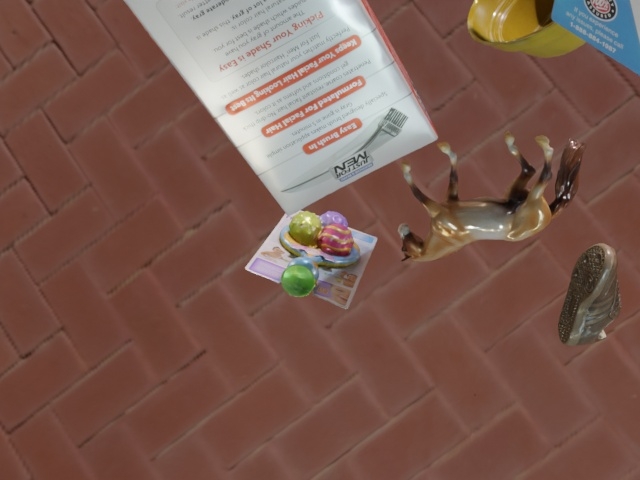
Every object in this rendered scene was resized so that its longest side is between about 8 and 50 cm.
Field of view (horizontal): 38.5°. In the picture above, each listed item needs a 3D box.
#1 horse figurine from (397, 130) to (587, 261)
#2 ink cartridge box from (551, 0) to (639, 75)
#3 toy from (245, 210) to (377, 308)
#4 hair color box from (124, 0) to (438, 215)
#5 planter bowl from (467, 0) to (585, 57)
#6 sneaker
[{"bbox_3d":[0.217,-0.052,1.179,0.263,0.066,0.174,-10,122,10],"label":"horse figurine"},{"bbox_3d":[0.307,-0.247,0.597,0.197,0.270,0.198,-31,55,-22],"label":"ink cartridge box"},{"bbox_3d":[0.000,0.000,1.212,0.137,0.237,0.056,20,117,4],"label":"toy"},{"bbox_3d":[-0.020,-0.100,0.452,0.093,0.167,0.053,-27,38,12],"label":"hair color box"},{"bbox_3d":[0.310,-0.309,1.215,0.217,0.217,0.090,-47,121,-1],"label":"planter bowl"},{"bbox_3d":[0.397,0.076,1.309,0.071,0.188,0.066,-1,45,-12],"label":"sneaker"}]
